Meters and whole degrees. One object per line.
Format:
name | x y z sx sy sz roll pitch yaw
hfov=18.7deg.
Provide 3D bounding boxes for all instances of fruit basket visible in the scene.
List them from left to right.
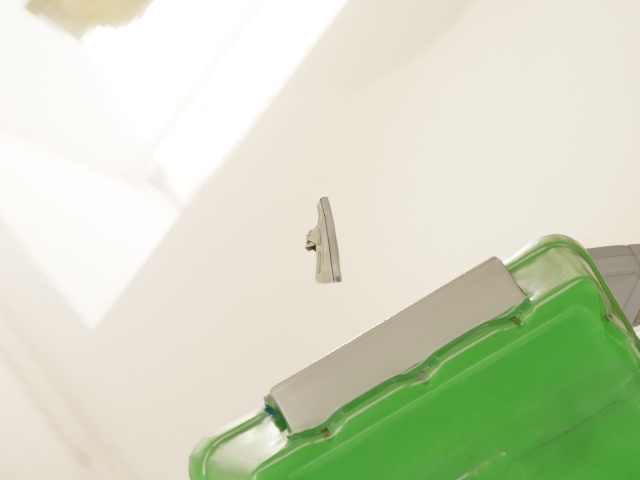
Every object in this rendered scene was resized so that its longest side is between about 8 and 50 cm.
fruit basket | 0.053 0.111 1.044 0.165 0.327 0.353 60 175 -3

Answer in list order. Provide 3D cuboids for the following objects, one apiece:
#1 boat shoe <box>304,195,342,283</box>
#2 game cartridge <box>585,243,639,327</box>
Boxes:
boat shoe | 0.000 0.000 2.002 0.035 0.035 0.100 76 -174 -65
game cartridge | 0.362 0.096 1.981 0.294 0.196 0.060 7 -150 -19
